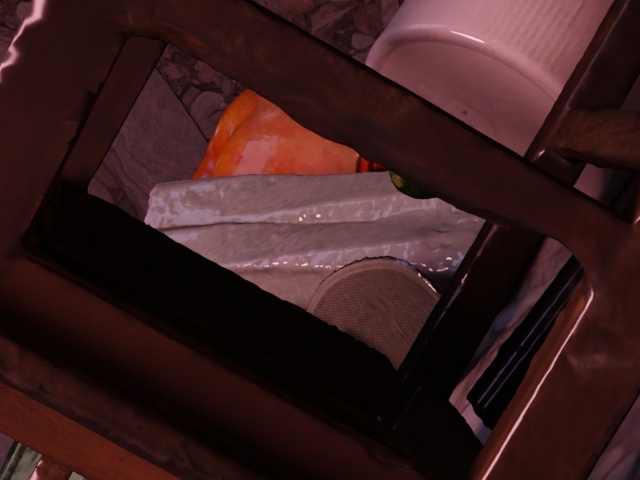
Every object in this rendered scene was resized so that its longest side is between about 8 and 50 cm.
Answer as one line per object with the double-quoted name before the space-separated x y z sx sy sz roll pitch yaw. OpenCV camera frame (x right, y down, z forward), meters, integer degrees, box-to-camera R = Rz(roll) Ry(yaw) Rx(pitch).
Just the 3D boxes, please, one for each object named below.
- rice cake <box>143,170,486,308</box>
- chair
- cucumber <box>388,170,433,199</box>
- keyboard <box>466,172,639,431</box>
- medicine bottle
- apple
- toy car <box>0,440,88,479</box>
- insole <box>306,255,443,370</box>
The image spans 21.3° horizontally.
"rice cake" 0.000 0.000 0.870 0.226 0.040 0.085 -2 44 28
"chair" -0.038 0.047 0.539 0.416 0.203 0.240 -61 7 4
"cucumber" 0.112 -0.081 0.871 0.284 0.056 0.056 -38 -10 -50
"keyboard" 0.154 -0.054 0.609 0.309 0.018 0.101 -54 5 -1
"medicine bottle" 0.124 -0.131 0.756 0.237 0.139 0.139 -54 4 -27
"apple" -0.008 -0.003 1.019 0.209 0.164 0.209 -55 6 8
"toy car" -0.072 0.133 0.882 0.306 0.125 0.136 -13 45 50
"insole" 0.012 0.066 0.841 0.003 0.080 0.232 -32 -11 -30
